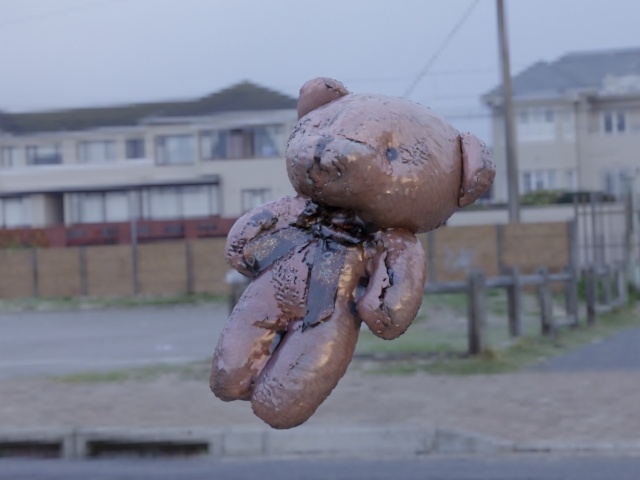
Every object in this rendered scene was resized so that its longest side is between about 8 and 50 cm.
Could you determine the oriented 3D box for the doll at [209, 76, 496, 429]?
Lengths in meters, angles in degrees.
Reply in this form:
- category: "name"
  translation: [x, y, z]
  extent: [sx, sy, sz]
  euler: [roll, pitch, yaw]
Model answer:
- category: "doll"
  translation: [0.000, 0.000, 1.083]
  extent: [0.201, 0.303, 0.156]
  euler: [21, -17, 27]
